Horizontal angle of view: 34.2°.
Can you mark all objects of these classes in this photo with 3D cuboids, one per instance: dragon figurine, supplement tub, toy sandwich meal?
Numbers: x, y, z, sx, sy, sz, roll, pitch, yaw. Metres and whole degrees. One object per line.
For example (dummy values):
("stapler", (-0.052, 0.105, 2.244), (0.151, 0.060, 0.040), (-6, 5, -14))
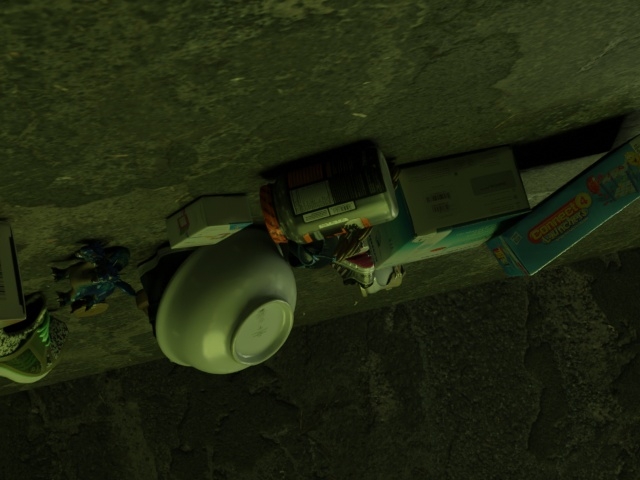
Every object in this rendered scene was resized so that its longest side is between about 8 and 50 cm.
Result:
("dragon figurine", (-0.372, 0.065, 1.822), (0.144, 0.085, 0.289), (-16, 168, 13))
("supplement tub", (0.012, -0.063, 1.554), (0.190, 0.117, 0.117), (-15, 170, 10))
("toy sandwich meal", (-0.497, 0.141, 2.239), (0.085, 0.029, 0.085), (-16, 166, -4))

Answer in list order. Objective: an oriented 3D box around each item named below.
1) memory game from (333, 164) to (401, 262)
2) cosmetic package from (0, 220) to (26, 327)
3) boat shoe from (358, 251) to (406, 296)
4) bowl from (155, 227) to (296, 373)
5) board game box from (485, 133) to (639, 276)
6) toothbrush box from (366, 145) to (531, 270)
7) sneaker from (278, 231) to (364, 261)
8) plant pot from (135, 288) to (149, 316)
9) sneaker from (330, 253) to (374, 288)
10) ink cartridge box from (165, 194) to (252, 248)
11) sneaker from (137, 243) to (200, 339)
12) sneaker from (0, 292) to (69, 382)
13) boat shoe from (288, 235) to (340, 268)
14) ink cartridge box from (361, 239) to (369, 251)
("memory game", (0.074, -0.044, 1.681), (0.012, 0.186, 0.186), (33, 157, -9))
("cosmetic package", (-0.571, 0.080, 1.460), (0.296, 0.153, 0.129), (-17, 168, 26))
("boat shoe", (0.139, 0.067, 2.480), (0.103, 0.113, 0.302), (-17, 180, 9))
("bowl", (-0.144, 0.136, 1.911), (0.297, 0.134, 0.298), (-29, 138, -31))
("board game box", (0.456, -0.057, 1.876), (0.308, 0.086, 0.302), (-36, 176, 1))
("toothbrush box", (0.212, -0.052, 1.858), (0.216, 0.126, 0.295), (-12, 171, -14))
("sneaker", (0.000, 0.000, 2.025), (0.178, 0.072, 0.077), (-1, -154, 9))
("plant pot", (-0.289, 0.151, 2.336), (0.237, 0.110, 0.237), (-13, 171, -2))
("sneaker", (0.055, 0.058, 2.227), (0.063, 0.075, 0.170), (-27, -148, -36))
("ink cartridge box", (-0.179, -0.030, 1.662), (0.088, 0.052, 0.122), (-6, 168, -39))
("sneaker", (-0.263, 0.096, 1.926), (0.086, 0.164, 0.226), (-6, 166, -30))
("sneaker", (-0.587, 0.180, 2.061), (0.182, 0.158, 0.410), (-34, 170, 12))
("boat shoe", (-0.014, 0.008, 1.852), (0.089, 0.109, 0.258), (-19, 159, -10))
("ink cartridge box", (0.027, 0.009, 2.133), (0.135, 0.056, 0.099), (-12, 171, -11))
